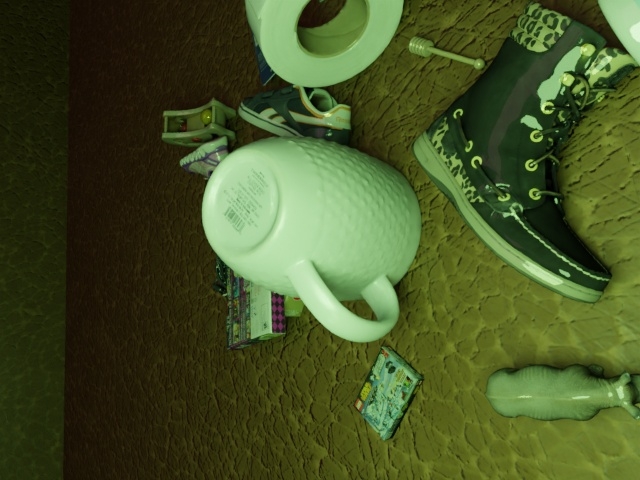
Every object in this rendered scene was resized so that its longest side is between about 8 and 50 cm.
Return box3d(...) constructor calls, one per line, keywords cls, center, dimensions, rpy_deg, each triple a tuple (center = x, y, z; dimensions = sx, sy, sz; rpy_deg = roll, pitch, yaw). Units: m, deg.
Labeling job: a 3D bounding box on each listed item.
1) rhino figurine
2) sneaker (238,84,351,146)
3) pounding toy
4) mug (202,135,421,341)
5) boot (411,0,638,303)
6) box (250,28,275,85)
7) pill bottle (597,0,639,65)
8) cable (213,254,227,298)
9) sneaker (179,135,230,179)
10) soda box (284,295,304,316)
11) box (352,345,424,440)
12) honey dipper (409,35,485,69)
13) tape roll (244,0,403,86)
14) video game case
box3d(cls="rhino figurine", center=(0.325, 0.194, 0.687), dimensions=(0.243, 0.106, 0.073), rpy_deg=(-17, 73, 46))
box3d(cls="sneaker", center=(-0.051, -0.281, 1.167), dimensions=(0.321, 0.126, 0.128), rpy_deg=(32, 113, 35))
box3d(cls="pounding toy", center=(-0.350, -0.347, 1.490), dimensions=(0.269, 0.154, 0.155), rpy_deg=(-7, 80, 48))
box3d(cls="mug", center=(0.000, 0.000, 0.884), dimensions=(0.276, 0.328, 0.374), rpy_deg=(-42, 63, 24))
box3d(cls="boot", center=(0.311, -0.132, 0.733), dimensions=(0.284, 0.138, 0.377), rpy_deg=(-56, 42, 27))
box3d(cls="box", center=(-0.115, -0.507, 1.333), dimensions=(0.136, 0.036, 0.226), rpy_deg=(-32, 60, 42))
box3d(cls="pill bottle", center=(0.457, -0.306, 0.574), dimensions=(0.264, 0.146, 0.146), rpy_deg=(-37, 59, 40))
box3d(cls="cable", center=(-0.219, 0.070, 1.366), dimensions=(0.150, 0.047, 0.185), rpy_deg=(42, 115, 43))
box3d(cls="sneaker", center=(-0.310, -0.207, 1.481), dimensions=(0.236, 0.095, 0.105), rpy_deg=(-10, 109, 57))
box3d(cls="soda box", center=(-0.053, 0.075, 1.168), dimensions=(0.061, 0.058, 0.182), rpy_deg=(37, 112, 44))
box3d(cls="box", center=(0.120, 0.275, 0.967), dimensions=(0.094, 0.027, 0.137), rpy_deg=(40, 114, 42))
box3d(cls="honey dipper", center=(0.220, -0.324, 0.936), dimensions=(0.160, 0.030, 0.031), rpy_deg=(39, 114, 41))
box3d(cls="tape roll", center=(0.006, -0.432, 0.999), dimensions=(0.286, 0.286, 0.100), rpy_deg=(-47, 52, 34))
box3d(cls="video game case", center=(-0.150, 0.115, 1.204), dimensions=(0.210, 0.041, 0.232), rpy_deg=(-29, 57, 49))
